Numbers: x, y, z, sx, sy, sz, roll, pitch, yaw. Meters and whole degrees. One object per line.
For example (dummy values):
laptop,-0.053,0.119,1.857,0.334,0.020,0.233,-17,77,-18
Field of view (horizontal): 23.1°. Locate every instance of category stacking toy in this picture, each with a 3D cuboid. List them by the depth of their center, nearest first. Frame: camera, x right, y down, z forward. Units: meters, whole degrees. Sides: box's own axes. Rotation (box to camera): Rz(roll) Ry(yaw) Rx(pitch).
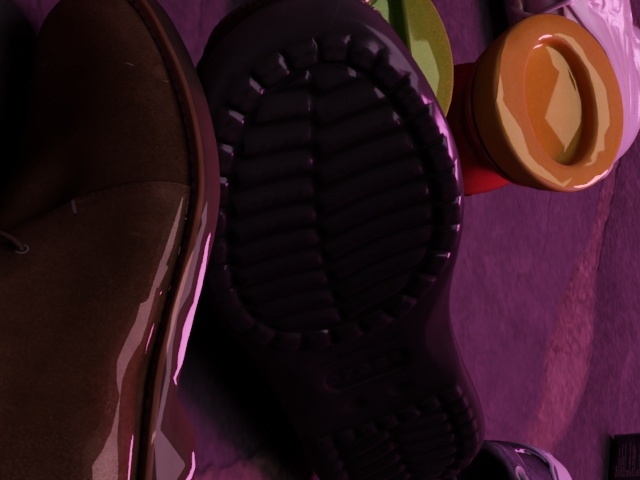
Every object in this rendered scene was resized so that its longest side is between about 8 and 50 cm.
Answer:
stacking toy,0.045,-0.169,1.048,0.279,0.130,0.309,-7,86,-36

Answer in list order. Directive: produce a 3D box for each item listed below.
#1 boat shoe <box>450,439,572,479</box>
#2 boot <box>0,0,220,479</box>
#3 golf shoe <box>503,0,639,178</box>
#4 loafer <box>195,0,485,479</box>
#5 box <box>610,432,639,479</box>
boat shoe,0.135,0.281,1.045,0.102,0.108,0.301,23,60,-59
boot,-0.117,0.012,0.650,0.115,0.112,0.305,18,58,-33
golf shoe,0.202,-0.183,1.292,0.306,0.115,0.140,62,37,-31
loafer,0.000,0.000,0.831,0.366,0.133,0.130,79,-6,-49
box,0.319,0.285,1.421,0.147,0.077,0.180,49,42,-47
